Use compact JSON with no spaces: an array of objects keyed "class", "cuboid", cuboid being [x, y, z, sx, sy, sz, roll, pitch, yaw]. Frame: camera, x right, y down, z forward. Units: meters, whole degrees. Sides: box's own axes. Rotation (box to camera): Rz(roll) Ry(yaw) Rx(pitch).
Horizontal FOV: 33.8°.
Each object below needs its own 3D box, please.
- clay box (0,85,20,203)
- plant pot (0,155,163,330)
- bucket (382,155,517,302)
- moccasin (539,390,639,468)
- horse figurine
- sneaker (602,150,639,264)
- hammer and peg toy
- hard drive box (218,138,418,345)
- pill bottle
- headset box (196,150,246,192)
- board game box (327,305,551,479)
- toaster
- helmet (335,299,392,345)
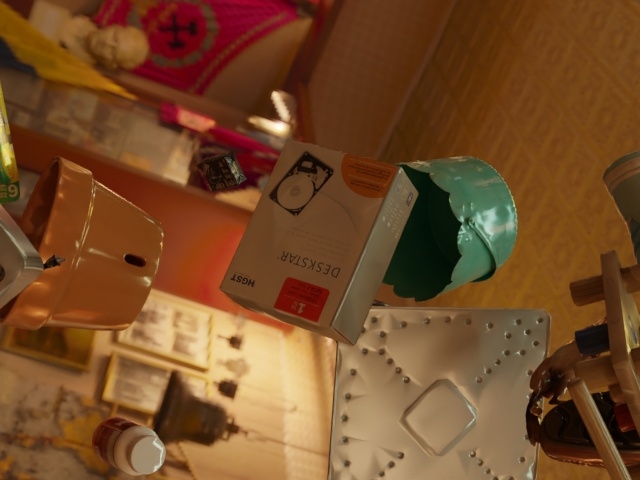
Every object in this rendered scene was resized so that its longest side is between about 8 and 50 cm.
[{"class":"clay box","cuboid":[-0.557,-0.161,1.662,0.053,0.127,0.222,-36,118,-73]},{"class":"plant pot","cuboid":[-0.396,0.029,1.764,0.291,0.203,0.291,-46,-147,42]},{"class":"bucket","cuboid":[0.224,-0.029,1.998,0.281,0.183,0.281,21,-63,48]},{"class":"moccasin","cuboid":[0.527,0.311,1.619,0.139,0.380,0.147,-95,-176,-52]},{"class":"horse figurine","cuboid":[0.413,0.212,1.729,0.263,0.066,0.174,-49,-177,12]},{"class":"sneaker","cuboid":[0.550,0.013,1.588,0.127,0.319,0.208,-35,-132,34]},{"class":"hammer and peg toy","cuboid":[0.413,0.199,1.345,0.127,0.266,0.361,-17,-154,21]},{"class":"hard drive box","cuboid":[0.000,0.000,1.408,0.232,0.181,0.089,-67,152,-13]},{"class":"pill bottle","cuboid":[-0.331,0.360,1.831,0.152,0.086,0.086,3,-107,55]},{"class":"headset box","cuboid":[-0.191,-0.129,1.994,0.083,0.062,0.032,-11,-157,40]},{"class":"board game box","cuboid":[0.203,0.305,1.854,0.050,0.390,0.390,-151,-117,-73]},{"class":"toaster","cuboid":[-0.420,0.017,1.195,0.186,0.168,0.110,-40,-178,-5]},{"class":"helmet","cuboid":[0.112,0.214,2.466,0.169,0.162,0.169,10,90,-88]}]
